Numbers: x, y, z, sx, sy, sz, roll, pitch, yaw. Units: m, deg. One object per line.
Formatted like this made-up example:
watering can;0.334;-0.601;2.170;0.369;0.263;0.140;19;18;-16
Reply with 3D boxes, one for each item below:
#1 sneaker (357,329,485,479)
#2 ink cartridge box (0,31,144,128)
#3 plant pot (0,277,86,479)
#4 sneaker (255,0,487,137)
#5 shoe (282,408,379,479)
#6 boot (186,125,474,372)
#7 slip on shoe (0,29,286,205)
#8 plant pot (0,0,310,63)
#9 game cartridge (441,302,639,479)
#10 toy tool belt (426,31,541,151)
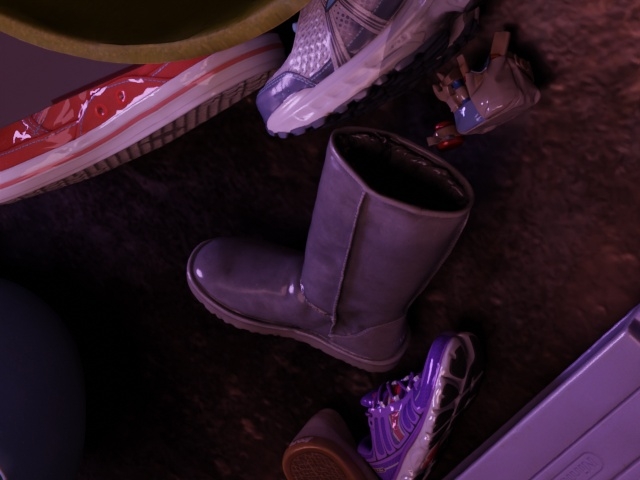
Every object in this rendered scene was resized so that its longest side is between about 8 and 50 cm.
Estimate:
sneaker;0.065;0.123;1.248;0.071;0.068;0.170;37;135;14
ink cartridge box;-0.265;-0.251;1.013;0.384;0.279;0.160;41;136;19
plant pot;-0.309;0.138;1.412;0.290;0.195;0.290;16;128;22
sneaker;0.046;-0.170;1.046;0.283;0.110;0.122;-40;81;38
shoe;0.038;0.229;1.352;0.076;0.058;0.219;-17;116;19
boot;0.000;-0.002;1.165;0.189;0.076;0.208;18;151;6
slip on shoe;-0.164;-0.103;1.215;0.331;0.123;0.101;-25;90;39
plant pot;-0.040;-0.326;0.801;0.366;0.353;0.366;17;129;22
game cartridge;0.228;0.195;1.195;0.230;0.068;0.355;39;134;-1
toy tool belt;0.099;-0.096;1.088;0.083;0.052;0.051;-30;74;42
